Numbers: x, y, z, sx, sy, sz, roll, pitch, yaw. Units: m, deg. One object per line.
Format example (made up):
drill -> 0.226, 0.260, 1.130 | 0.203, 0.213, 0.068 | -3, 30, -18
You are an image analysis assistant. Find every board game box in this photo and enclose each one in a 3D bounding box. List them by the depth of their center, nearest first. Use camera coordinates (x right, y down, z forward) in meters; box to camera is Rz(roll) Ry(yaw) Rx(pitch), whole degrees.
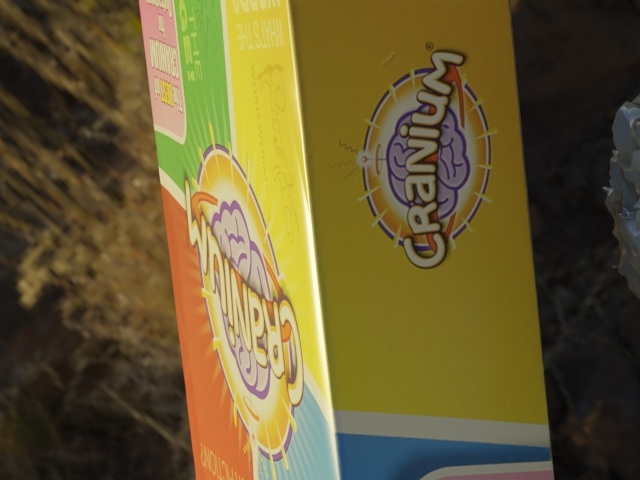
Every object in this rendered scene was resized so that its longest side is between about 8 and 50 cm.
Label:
board game box -> 0.000, 0.000, 0.609 | 0.064, 0.316, 0.242 | -8, 6, -14

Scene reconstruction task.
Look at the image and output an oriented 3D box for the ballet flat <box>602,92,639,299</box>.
ballet flat -> 0.152, -0.035, 0.412 | 0.147, 0.147, 0.409 | -44, 11, -1
